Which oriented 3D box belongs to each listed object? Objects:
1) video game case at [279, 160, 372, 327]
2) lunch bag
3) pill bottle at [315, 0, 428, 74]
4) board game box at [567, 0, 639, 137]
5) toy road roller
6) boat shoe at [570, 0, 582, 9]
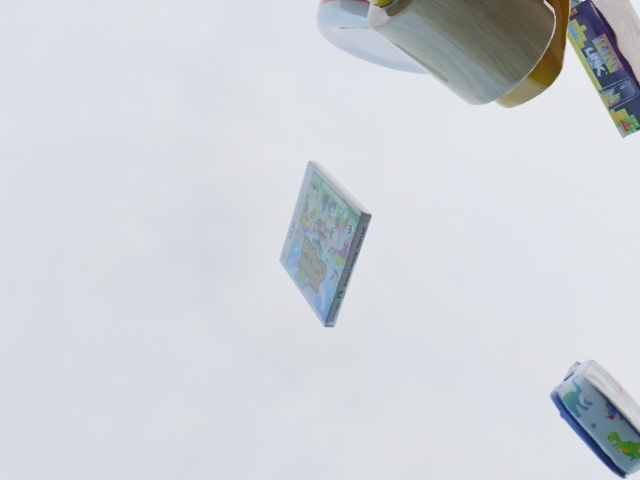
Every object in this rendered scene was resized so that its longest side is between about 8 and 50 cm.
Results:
[{"bbox_3d":[0.000,0.000,1.037,0.023,0.212,0.194,5,-65,-28],"label":"video game case"},{"bbox_3d":[0.471,0.287,1.085,0.090,0.219,0.176,-45,-110,18],"label":"lunch bag"},{"bbox_3d":[0.138,-0.426,0.864,0.210,0.210,0.363,16,-88,-6],"label":"pill bottle"},{"bbox_3d":[0.382,-0.233,0.830,0.141,0.048,0.170,-37,-82,-46],"label":"board game box"},{"bbox_3d":[0.189,-0.311,0.585,0.202,0.240,0.330,29,-117,-25],"label":"toy road roller"},{"bbox_3d":[0.378,-0.372,1.021,0.063,0.184,0.066,-5,-148,21],"label":"boat shoe"}]
